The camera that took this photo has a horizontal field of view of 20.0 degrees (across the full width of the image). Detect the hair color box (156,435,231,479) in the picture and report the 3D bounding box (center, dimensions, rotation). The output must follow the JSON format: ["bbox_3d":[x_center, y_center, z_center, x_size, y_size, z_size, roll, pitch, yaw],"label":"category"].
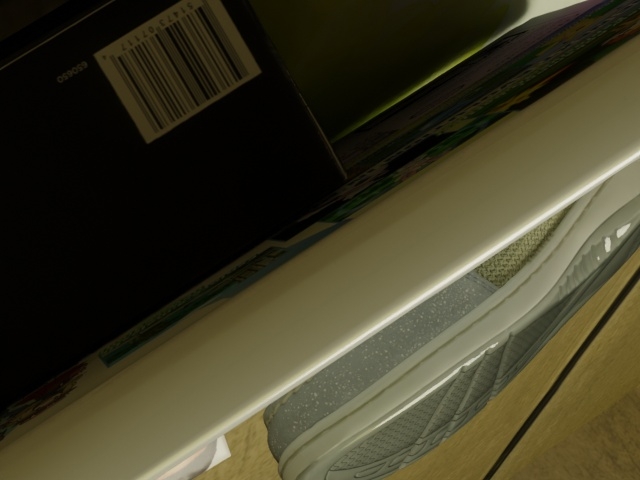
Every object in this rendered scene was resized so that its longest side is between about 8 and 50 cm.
[{"bbox_3d":[-0.108,0.076,1.031,0.072,0.141,0.043,-31,-153,-27],"label":"hair color box"}]

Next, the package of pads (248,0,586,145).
[{"bbox_3d":[0.053,-0.144,0.823,0.229,0.101,0.296,-20,158,-47],"label":"package of pads"}]

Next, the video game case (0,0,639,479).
[{"bbox_3d":[0.000,0.000,0.674,0.329,0.036,0.300,-33,-173,-8],"label":"video game case"}]

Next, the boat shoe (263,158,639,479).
[{"bbox_3d":[0.079,0.005,0.895,0.320,0.103,0.118,-42,164,-25],"label":"boat shoe"}]

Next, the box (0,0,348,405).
[{"bbox_3d":[-0.142,0.002,0.662,0.261,0.103,0.184,-33,-165,-10],"label":"box"}]
